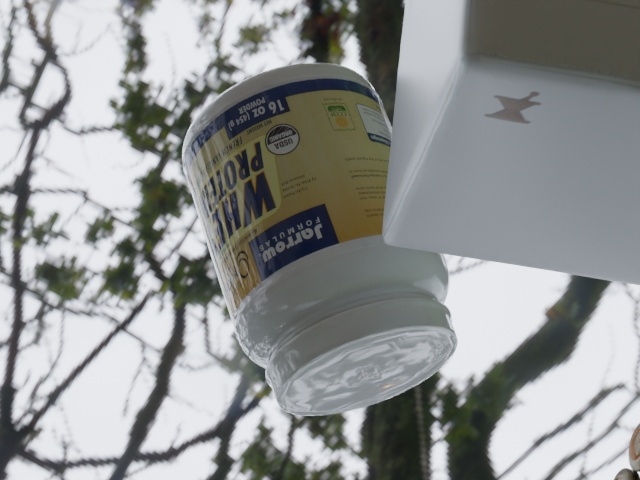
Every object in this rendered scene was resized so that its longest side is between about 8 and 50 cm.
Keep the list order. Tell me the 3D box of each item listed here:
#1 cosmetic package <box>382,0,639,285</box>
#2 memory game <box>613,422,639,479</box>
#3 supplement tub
[{"bbox_3d":[0.246,-0.206,1.122,0.329,0.327,0.394,9,-113,-4],"label":"cosmetic package"},{"bbox_3d":[0.216,0.180,0.901,0.012,0.186,0.186,15,-134,-10],"label":"memory game"},{"bbox_3d":[0.000,0.000,1.491,0.228,0.228,0.316,-1,-122,-33],"label":"supplement tub"}]
